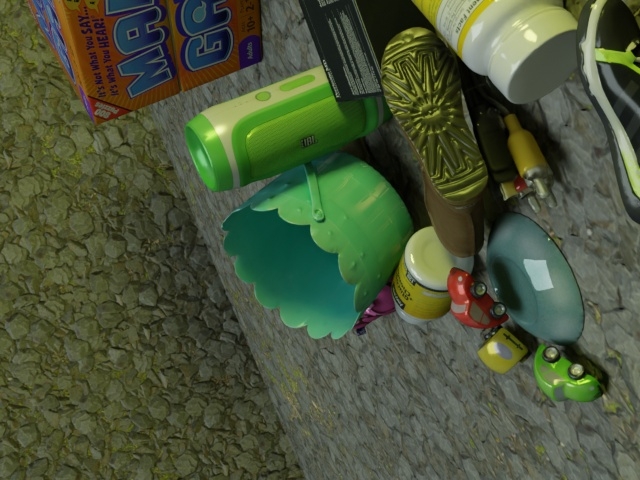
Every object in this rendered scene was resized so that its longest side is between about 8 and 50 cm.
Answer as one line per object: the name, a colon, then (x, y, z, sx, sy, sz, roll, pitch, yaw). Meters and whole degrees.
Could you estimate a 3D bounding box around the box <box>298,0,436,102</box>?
box: (0.049, -0.326, 1.282, 0.184, 0.103, 0.261, 11, 124, 67)

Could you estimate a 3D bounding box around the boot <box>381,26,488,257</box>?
boot: (0.147, -0.111, 1.219, 0.269, 0.089, 0.236, 54, -159, -75)

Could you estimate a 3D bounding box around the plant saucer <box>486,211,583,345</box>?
plant saucer: (0.268, 0.058, 1.265, 0.195, 0.037, 0.195, 55, 161, 30)

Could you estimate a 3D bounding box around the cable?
cable: (0.210, -0.164, 1.155, 0.139, 0.072, 0.287, 66, -171, -79)

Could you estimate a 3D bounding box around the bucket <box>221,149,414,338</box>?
bucket: (0.000, 0.000, 1.523, 0.281, 0.183, 0.281, 30, 146, 23)

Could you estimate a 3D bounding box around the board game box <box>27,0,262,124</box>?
board game box: (-0.350, -0.507, 1.782, 0.356, 0.356, 0.356, 55, 161, 30)

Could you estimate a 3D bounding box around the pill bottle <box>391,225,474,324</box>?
pill bottle: (0.164, 0.061, 1.461, 0.103, 0.103, 0.184, 59, 161, 21)

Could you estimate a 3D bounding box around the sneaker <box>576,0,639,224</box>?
sneaker: (0.312, -0.120, 0.871, 0.097, 0.084, 0.234, -10, 106, 48)

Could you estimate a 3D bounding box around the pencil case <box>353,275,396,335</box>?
pencil case: (0.086, 0.114, 1.771, 0.095, 0.098, 0.209, 63, 162, 8)

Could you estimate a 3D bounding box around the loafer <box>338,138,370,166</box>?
loafer: (0.037, -0.172, 1.599, 0.148, 0.056, 0.050, 60, 168, 16)

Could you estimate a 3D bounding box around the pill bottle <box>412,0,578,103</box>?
pill bottle: (0.173, -0.246, 0.993, 0.208, 0.119, 0.119, 57, 161, 26)

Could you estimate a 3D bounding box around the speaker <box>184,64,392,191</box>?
speaker: (-0.044, -0.176, 1.425, 0.131, 0.297, 0.131, 55, 160, 31)

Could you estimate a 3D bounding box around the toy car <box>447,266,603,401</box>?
toy car: (0.269, 0.152, 1.274, 0.225, 0.053, 0.239, 35, 169, 40)
